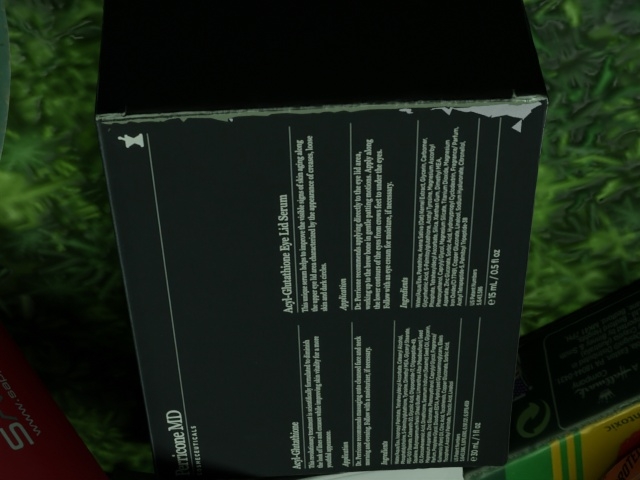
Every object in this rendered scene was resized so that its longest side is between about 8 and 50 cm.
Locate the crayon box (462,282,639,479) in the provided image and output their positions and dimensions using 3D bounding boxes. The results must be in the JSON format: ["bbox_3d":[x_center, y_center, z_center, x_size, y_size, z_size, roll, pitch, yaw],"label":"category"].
[{"bbox_3d":[0.247,0.144,0.953,0.202,0.081,0.318,-29,132,24],"label":"crayon box"}]

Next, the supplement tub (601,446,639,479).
[{"bbox_3d":[0.229,0.254,0.778,0.193,0.316,0.193,-2,136,-2],"label":"supplement tub"}]

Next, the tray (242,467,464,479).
[{"bbox_3d":[-0.036,0.171,0.890,0.270,0.030,0.145,-4,133,-41],"label":"tray"}]

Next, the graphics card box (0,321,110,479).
[{"bbox_3d":[-0.257,0.167,0.835,0.094,0.233,0.371,-20,156,-49],"label":"graphics card box"}]

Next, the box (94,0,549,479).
[{"bbox_3d":[0.000,0.000,0.765,0.184,0.103,0.261,-4,138,-3],"label":"box"}]

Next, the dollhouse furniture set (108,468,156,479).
[{"bbox_3d":[-0.088,0.221,1.009,0.129,0.129,0.184,10,105,-16],"label":"dollhouse furniture set"}]

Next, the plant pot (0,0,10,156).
[{"bbox_3d":[-0.275,-0.038,0.606,0.293,0.293,0.196,10,162,-14],"label":"plant pot"}]
